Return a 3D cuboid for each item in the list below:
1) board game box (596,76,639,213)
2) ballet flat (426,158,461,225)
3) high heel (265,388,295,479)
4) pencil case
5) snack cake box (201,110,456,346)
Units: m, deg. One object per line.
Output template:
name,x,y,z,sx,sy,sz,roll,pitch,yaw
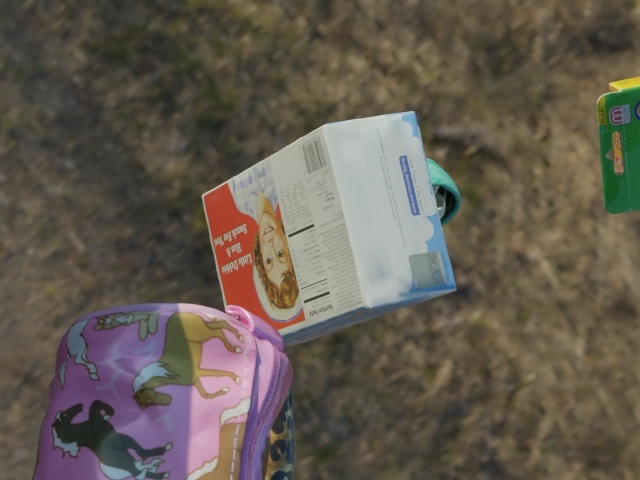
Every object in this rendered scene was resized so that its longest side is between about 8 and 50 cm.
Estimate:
board game box,0.383,-0.110,1.859,0.259,0.039,0.124,-14,112,-14
ballet flat,0.046,-0.012,1.991,0.247,0.083,0.087,-28,42,-27
high heel,-0.126,0.248,1.881,0.186,0.261,0.093,3,26,-48
pencil case,-0.103,0.223,1.175,0.167,0.160,0.386,5,58,-6
snack cake box,0.000,0.000,1.637,0.089,0.264,0.152,-11,84,-27
